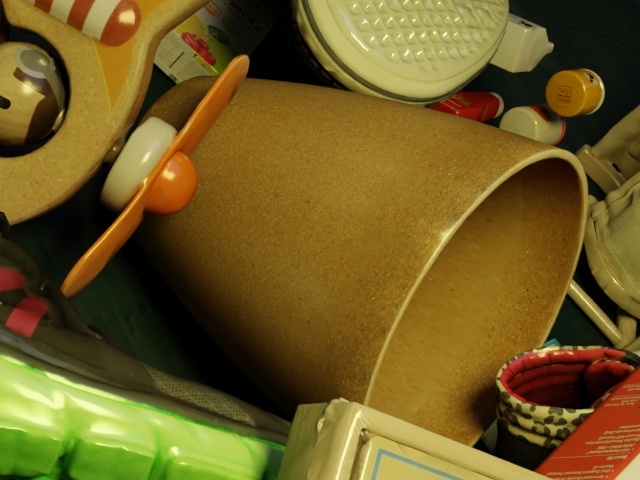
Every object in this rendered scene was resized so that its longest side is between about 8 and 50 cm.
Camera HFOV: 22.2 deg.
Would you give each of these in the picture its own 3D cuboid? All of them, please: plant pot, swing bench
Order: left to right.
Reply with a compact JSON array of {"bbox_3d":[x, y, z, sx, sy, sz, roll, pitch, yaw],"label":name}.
[{"bbox_3d":[0.000,0.000,1.039,0.254,0.237,0.237,29,25,28],"label":"plant pot"},{"bbox_3d":[0.330,-0.056,1.428,0.165,0.253,0.254,48,34,1],"label":"swing bench"}]

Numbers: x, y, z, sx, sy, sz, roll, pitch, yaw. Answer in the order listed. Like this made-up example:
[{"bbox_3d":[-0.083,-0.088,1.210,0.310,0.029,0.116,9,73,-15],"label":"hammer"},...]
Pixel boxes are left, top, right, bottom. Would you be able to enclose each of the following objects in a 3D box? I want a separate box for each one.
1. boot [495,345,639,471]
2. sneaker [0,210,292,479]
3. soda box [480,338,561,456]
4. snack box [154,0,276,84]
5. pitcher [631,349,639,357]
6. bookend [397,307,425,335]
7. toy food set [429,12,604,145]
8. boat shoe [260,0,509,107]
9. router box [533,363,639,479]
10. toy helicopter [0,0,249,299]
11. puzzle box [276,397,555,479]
[{"bbox_3d":[0.217,0.159,1.065,0.236,0.179,0.085,3,38,4],"label":"boot"},{"bbox_3d":[-0.177,0.049,0.829,0.482,0.185,0.202,29,41,-26],"label":"sneaker"},{"bbox_3d":[0.196,0.181,1.203,0.071,0.067,0.210,-17,68,-53],"label":"soda box"},{"bbox_3d":[-0.096,-0.176,1.277,0.100,0.037,0.141,43,32,-9],"label":"snack box"},{"bbox_3d":[0.302,0.171,1.258,0.177,0.125,0.207,-13,83,-45],"label":"pitcher"},{"bbox_3d":[0.053,0.039,1.189,0.156,0.072,0.157,41,35,-7],"label":"bookend"},{"bbox_3d":[0.156,-0.152,1.450,0.232,0.111,0.104,28,23,30],"label":"toy food set"},{"bbox_3d":[0.030,-0.210,1.268,0.186,0.156,0.500,35,24,-17],"label":"boat shoe"},{"bbox_3d":[0.270,0.232,0.978,0.301,0.082,0.335,-37,102,-34],"label":"router box"},{"bbox_3d":[-0.109,-0.124,0.952,0.235,0.355,0.140,58,7,6],"label":"toy helicopter"},{"bbox_3d":[0.059,0.306,0.747,0.272,0.052,0.409,23,72,-27],"label":"puzzle box"}]
